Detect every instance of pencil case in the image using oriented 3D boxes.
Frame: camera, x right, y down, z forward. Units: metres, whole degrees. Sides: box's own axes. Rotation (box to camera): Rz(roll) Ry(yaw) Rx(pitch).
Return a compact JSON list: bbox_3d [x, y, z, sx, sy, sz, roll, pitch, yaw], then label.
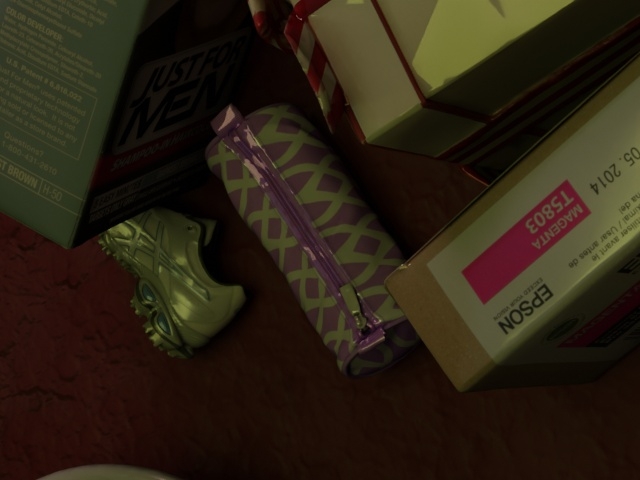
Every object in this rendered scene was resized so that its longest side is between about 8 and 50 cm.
[{"bbox_3d":[0.000,0.000,1.274,0.086,0.088,0.206,-44,67,21],"label":"pencil case"}]

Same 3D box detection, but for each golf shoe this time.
[{"bbox_3d":[-0.116,-0.001,1.373,0.086,0.069,0.176,-34,74,5],"label":"golf shoe"}]

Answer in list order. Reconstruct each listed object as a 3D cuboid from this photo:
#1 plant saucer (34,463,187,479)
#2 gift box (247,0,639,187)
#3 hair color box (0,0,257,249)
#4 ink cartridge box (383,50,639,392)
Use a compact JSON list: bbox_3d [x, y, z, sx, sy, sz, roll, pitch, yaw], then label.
[{"bbox_3d":[-0.121,0.358,1.333,0.400,0.100,0.400,-1,87,31],"label":"plant saucer"},{"bbox_3d":[0.106,-0.172,1.117,0.258,0.255,0.276,-32,68,25],"label":"gift box"},{"bbox_3d":[-0.110,-0.198,1.238,0.113,0.185,0.374,28,116,17],"label":"hair color box"},{"bbox_3d":[0.182,-0.011,1.099,0.235,0.193,0.088,-43,68,24],"label":"ink cartridge box"}]
